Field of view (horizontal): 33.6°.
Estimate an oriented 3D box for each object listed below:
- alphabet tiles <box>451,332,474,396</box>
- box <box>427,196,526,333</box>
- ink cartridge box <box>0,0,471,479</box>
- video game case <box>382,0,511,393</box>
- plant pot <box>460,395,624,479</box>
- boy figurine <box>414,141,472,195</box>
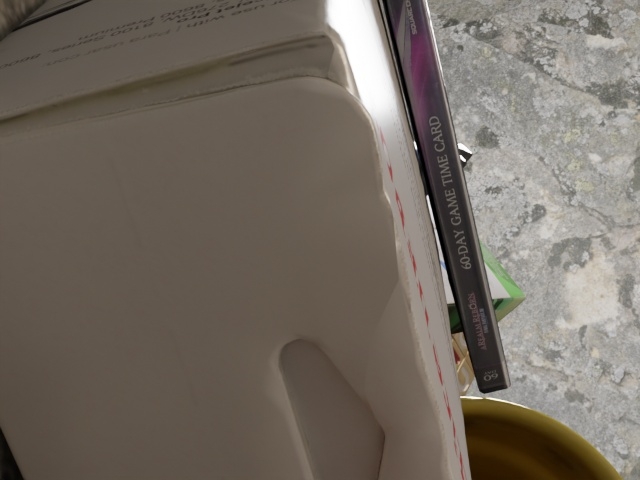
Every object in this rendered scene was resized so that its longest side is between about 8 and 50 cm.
[{"bbox_3d":[0.123,0.185,1.212,0.237,0.009,0.198,-57,135,-27],"label":"alphabet tiles"},{"bbox_3d":[0.072,-0.014,1.015,0.232,0.058,0.322,53,19,17],"label":"box"},{"bbox_3d":[-0.029,-0.008,0.555,0.395,0.166,0.285,-86,162,-65],"label":"ink cartridge box"},{"bbox_3d":[0.078,-0.061,0.722,0.196,0.026,0.274,-90,166,-68],"label":"video game case"},{"bbox_3d":[0.098,0.268,0.807,0.239,0.254,0.254,96,-13,-67],"label":"plant pot"},{"bbox_3d":[0.009,-0.153,0.920,0.285,0.092,0.177,52,19,1],"label":"boy figurine"}]
